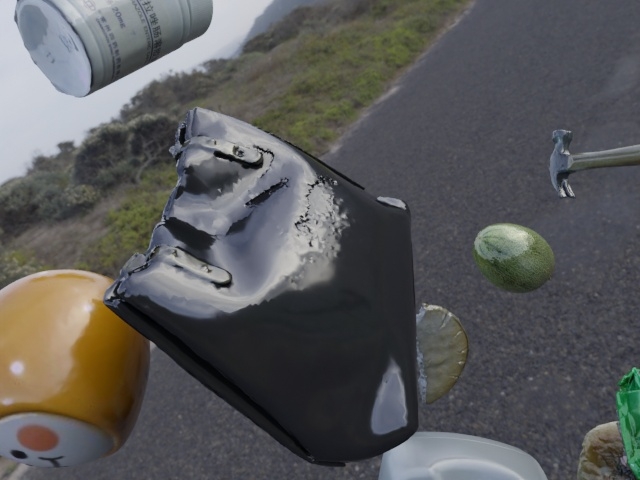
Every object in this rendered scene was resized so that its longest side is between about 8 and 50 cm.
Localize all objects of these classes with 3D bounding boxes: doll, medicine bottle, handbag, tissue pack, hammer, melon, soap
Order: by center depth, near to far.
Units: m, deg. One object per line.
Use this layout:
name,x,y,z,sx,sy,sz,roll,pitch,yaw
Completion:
hammer,0.235,-0.062,0.433,0.017,0.062,0.182,4,4,-12
handbag,-0.043,0.027,0.554,0.152,0.288,0.342,-37,31,33
doll,-0.299,0.125,0.582,0.236,0.213,0.213,10,17,-10
soap,0.657,0.338,0.980,0.098,0.274,0.217,113,173,-46
medicine bottle,-0.374,-0.425,1.069,0.190,0.189,0.332,-10,29,46
tissue pack,0.285,0.522,1.160,0.334,0.229,0.236,7,4,3
melon,0.403,0.039,1.165,0.139,0.192,0.139,-55,18,28

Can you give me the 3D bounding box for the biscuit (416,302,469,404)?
biscuit,0.303,0.276,1.396,0.142,0.289,0.038,-14,22,-7

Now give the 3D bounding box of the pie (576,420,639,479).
pie,0.620,0.461,1.138,0.218,0.052,0.185,-48,48,24
